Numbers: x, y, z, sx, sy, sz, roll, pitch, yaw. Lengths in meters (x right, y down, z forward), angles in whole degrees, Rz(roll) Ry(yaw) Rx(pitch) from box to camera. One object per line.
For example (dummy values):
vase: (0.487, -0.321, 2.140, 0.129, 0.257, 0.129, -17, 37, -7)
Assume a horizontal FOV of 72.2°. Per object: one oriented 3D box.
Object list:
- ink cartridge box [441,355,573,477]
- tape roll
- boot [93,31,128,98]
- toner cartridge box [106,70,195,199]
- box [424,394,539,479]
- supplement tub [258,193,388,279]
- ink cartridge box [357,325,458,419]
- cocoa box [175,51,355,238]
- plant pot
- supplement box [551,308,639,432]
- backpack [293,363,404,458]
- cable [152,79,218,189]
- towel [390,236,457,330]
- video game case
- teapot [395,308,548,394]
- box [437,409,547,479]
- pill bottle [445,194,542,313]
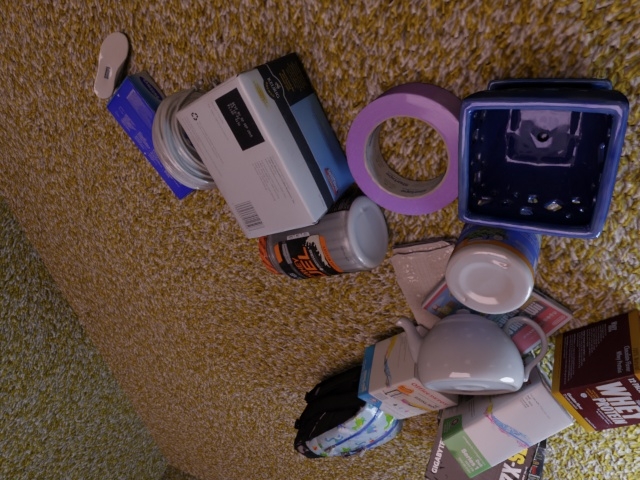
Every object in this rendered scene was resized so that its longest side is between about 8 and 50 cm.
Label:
ink cartridge box: (0.454, 0.432, 1.097, 0.278, 0.201, 0.117, -39, 82, 17)
tape roll: (0.198, -0.195, 0.962, 0.275, 0.090, 0.274, 17, 129, 22)
boot: (-0.598, -0.502, 1.256, 0.069, 0.086, 0.189, 22, 107, -25)
toner cartridge box: (-0.468, -0.305, 1.311, 0.165, 0.075, 0.347, -25, 107, 40)
box: (0.463, 0.567, 1.245, 0.257, 0.079, 0.321, 17, 95, 21)
supplement tub: (0.000, 0.000, 1.155, 0.316, 0.193, 0.193, -11, 115, 38)
ink cartridge box: (0.255, 0.384, 1.262, 0.171, 0.168, 0.233, 34, 136, -18)
cocoa box: (-0.117, -0.218, 1.046, 0.232, 0.228, 0.346, -12, 114, 38)
plant pot: (0.385, -0.164, 0.782, 0.236, 0.212, 0.235, 9, 126, 26)
supplement box: (0.639, 0.285, 0.960, 0.129, 0.191, 0.194, 47, 133, -5)
backpack: (0.107, 0.559, 1.459, 0.274, 0.290, 0.355, 31, 127, -2)
cable: (-0.301, -0.255, 1.117, 0.089, 0.257, 0.257, -18, 113, 45)
towel: (0.307, 0.123, 1.151, 0.187, 0.049, 0.282, -12, 115, 38)
video game case: (0.426, 0.169, 1.080, 0.285, 0.025, 0.204, 31, 126, -1)
teapot: (0.352, 0.255, 1.040, 0.256, 0.186, 0.253, 20, 150, -26)
box: (0.525, 0.644, 1.369, 0.308, 0.076, 0.242, 7, 124, 28)
pill bottle: (0.356, 0.007, 0.880, 0.153, 0.272, 0.152, 16, 129, 21)
